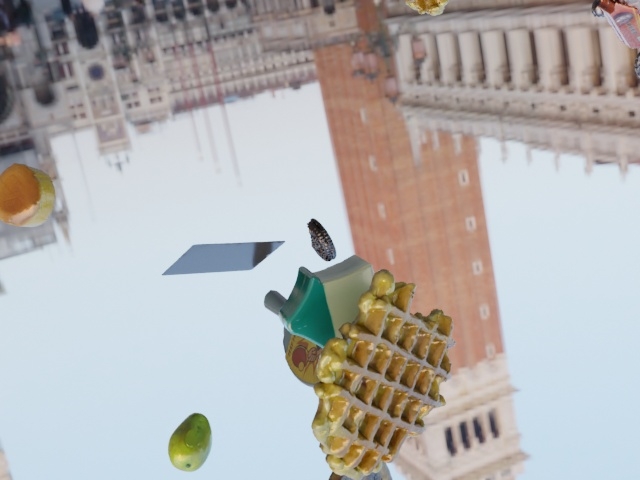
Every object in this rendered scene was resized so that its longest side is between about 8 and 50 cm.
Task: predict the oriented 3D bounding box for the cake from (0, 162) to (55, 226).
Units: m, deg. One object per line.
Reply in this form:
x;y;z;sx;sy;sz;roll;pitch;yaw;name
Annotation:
-0.388;-0.057;1.265;0.084;0.084;0.044;-3;173;28;cake

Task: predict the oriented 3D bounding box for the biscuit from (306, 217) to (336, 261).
0.000;0.000;1.842;0.027;0.089;0.087;-33;180;-15;biscuit

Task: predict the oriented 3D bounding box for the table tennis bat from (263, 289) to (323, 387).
-0.024;0.173;1.967;0.044;0.215;0.329;11;-169;-35;table tennis bat

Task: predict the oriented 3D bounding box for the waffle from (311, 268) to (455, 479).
0.092;0.187;1.326;0.058;0.300;0.281;21;-120;36;waffle

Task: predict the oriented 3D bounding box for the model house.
0.012;0.101;1.460;0.149;0.127;0.100;-16;-170;-12;model house

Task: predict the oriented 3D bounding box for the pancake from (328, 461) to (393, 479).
0.077;0.524;1.914;0.029;0.211;0.235;-1;-167;37;pancake

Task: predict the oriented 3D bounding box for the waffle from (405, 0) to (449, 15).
0.188;-0.468;1.633;0.046;0.192;0.160;-10;-123;-29;waffle

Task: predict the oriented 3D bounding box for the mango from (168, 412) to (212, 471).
-0.208;0.324;1.565;0.056;0.073;0.108;-24;-149;33;mango

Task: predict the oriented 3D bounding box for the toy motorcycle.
0.566;-0.411;1.665;0.171;0.298;0.089;-34;-146;14;toy motorcycle

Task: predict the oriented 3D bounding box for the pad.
-0.188;0.034;1.887;0.212;0.003;0.143;-1;155;-38;pad
